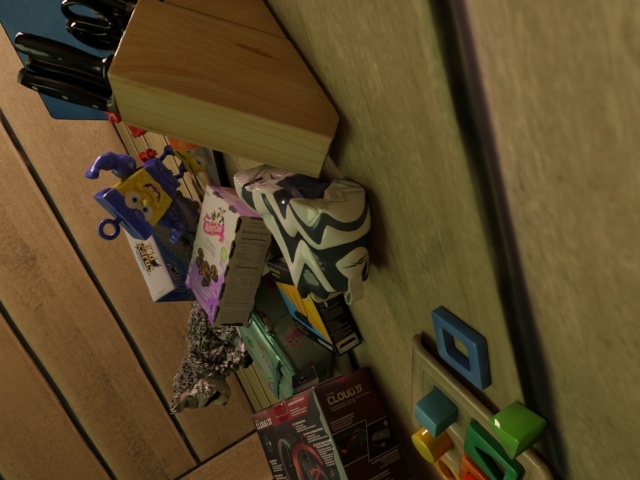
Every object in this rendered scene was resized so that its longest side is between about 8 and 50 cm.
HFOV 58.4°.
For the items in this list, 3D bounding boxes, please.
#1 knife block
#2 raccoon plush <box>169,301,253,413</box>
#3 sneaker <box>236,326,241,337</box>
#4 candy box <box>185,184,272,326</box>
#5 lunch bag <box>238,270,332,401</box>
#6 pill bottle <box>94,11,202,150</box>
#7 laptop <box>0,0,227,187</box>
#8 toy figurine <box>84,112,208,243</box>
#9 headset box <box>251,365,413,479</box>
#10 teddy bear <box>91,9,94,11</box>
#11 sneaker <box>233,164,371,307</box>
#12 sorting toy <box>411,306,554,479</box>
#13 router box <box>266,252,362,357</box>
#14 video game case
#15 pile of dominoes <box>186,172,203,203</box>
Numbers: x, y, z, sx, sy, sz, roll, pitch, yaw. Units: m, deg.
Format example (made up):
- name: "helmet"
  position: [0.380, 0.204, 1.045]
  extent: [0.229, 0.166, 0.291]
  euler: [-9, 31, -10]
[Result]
- name: "knife block"
  position: [-0.149, -0.148, 0.558]
  extent: [0.275, 0.242, 0.088]
  euler: [58, 163, 12]
- name: "raccoon plush"
  position: [-0.355, 0.250, 1.583]
  extent: [0.446, 0.299, 0.216]
  euler: [58, -179, 5]
- name: "sneaker"
  position: [-0.186, 0.152, 1.387]
  extent: [0.226, 0.086, 0.163]
  euler: [53, 163, 30]
- name: "candy box"
  position: [-0.160, 0.022, 0.986]
  extent: [0.165, 0.070, 0.196]
  euler: [38, 117, 53]
- name: "lunch bag"
  position: [-0.072, 0.203, 1.098]
  extent: [0.224, 0.108, 0.279]
  euler: [54, 161, 25]
- name: "pill bottle"
  position: [-0.199, -0.243, 0.749]
  extent: [0.130, 0.130, 0.245]
  euler: [39, 152, 52]
- name: "laptop"
  position: [-0.384, -0.286, 1.037]
  extent: [0.408, 0.236, 0.382]
  euler: [52, 161, 29]
- name: "toy figurine"
  position: [-0.319, -0.063, 1.059]
  extent: [0.191, 0.217, 0.362]
  euler: [-1, 135, 46]
- name: "headset box"
  position: [0.019, 0.340, 0.874]
  extent: [0.218, 0.110, 0.293]
  euler: [-41, 67, 49]
- name: "teddy bear"
  position: [-0.325, -0.463, 0.718]
  extent: [0.338, 0.113, 0.245]
  euler: [78, -163, -68]
- name: "sneaker"
  position: [-0.019, -0.002, 0.656]
  extent: [0.235, 0.094, 0.153]
  euler: [22, 129, 50]
- name: "sorting toy"
  position: [0.146, 0.219, 0.601]
  extent: [0.196, 0.047, 0.347]
  euler: [48, 158, 38]
- name: "router box"
  position: [-0.015, 0.089, 0.868]
  extent: [0.133, 0.046, 0.179]
  euler: [66, 163, -12]
- name: "video game case"
  position: [-0.302, 0.009, 1.226]
  extent: [0.244, 0.061, 0.269]
  euler: [61, -166, 13]
- name: "pile of dominoes"
  position: [-0.262, -0.091, 1.355]
  extent: [0.251, 0.040, 0.196]
  euler: [55, 167, 47]
